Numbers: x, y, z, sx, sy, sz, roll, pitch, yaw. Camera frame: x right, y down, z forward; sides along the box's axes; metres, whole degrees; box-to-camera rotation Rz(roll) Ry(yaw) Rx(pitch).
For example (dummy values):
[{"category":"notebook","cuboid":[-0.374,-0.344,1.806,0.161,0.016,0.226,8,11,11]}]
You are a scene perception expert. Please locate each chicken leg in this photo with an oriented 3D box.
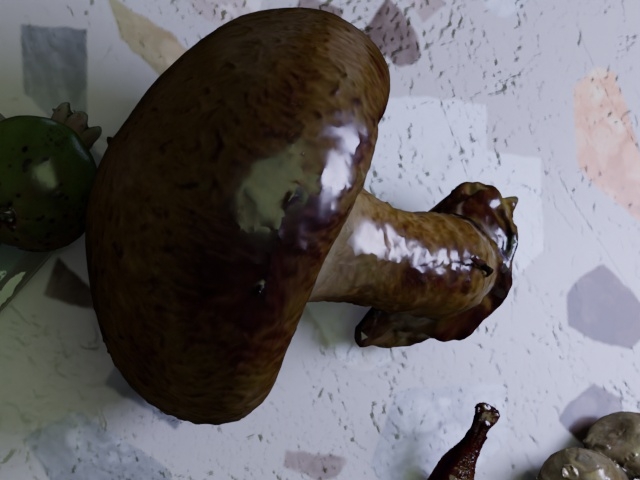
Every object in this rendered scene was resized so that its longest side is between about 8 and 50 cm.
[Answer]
[{"category":"chicken leg","cuboid":[0.119,0.247,1.406,0.053,0.093,0.205,-1,86,-56]}]

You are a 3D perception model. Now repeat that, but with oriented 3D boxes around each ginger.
[{"category":"ginger","cuboid":[0.238,0.229,1.447,0.204,0.080,0.104,-44,128,-19]}]

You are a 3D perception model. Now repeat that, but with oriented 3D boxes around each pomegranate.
[{"category":"pomegranate","cuboid":[-0.227,-0.057,1.304,0.114,0.114,0.142,38,43,-9]}]

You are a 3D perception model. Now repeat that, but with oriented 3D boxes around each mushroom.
[{"category":"mushroom","cuboid":[-0.018,0.012,1.278,0.356,0.334,0.331,43,92,-8]}]

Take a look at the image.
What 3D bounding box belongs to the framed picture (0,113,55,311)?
[{"category":"framed picture","cuboid":[-0.367,0.007,1.308,0.232,0.024,0.315,40,70,-7]}]
